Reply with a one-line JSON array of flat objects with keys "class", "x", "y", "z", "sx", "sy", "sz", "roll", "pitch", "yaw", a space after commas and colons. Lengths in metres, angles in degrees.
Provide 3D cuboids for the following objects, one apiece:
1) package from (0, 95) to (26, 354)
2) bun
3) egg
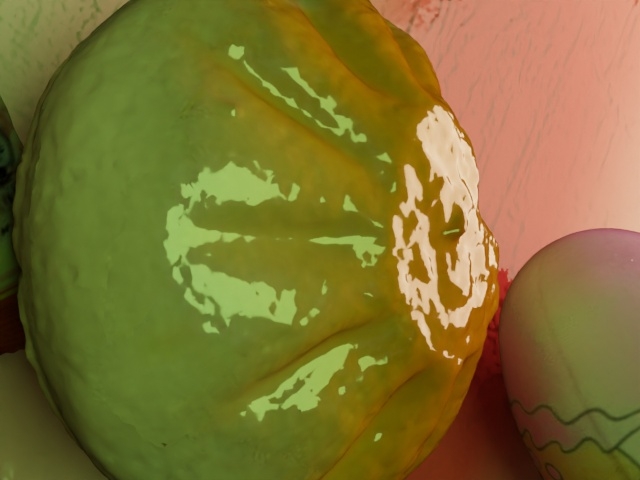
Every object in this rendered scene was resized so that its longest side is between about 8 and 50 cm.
[{"class": "package", "x": -0.228, "y": -0.042, "z": 0.544, "sx": 0.223, "sy": 0.108, "sz": 0.288, "roll": -33, "pitch": 100, "yaw": -32}, {"class": "bun", "x": 0.000, "y": 0.000, "z": 0.600, "sx": 0.299, "sy": 0.165, "sz": 0.298, "roll": 6, "pitch": 83, "yaw": -58}, {"class": "egg", "x": 0.225, "y": 0.112, "z": 0.764, "sx": 0.271, "sy": 0.196, "sz": 0.196, "roll": 37, "pitch": 67, "yaw": -24}]
